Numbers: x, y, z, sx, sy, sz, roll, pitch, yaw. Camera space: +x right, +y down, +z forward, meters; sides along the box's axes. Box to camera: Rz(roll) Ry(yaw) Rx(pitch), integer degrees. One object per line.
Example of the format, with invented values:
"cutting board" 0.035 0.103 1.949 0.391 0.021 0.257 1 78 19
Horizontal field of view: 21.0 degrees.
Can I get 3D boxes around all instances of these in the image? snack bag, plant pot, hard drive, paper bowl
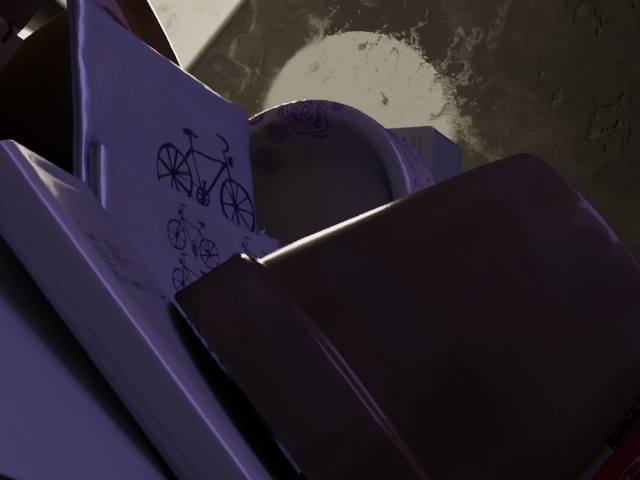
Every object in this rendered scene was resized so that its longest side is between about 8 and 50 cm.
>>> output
"snack bag" -0.132 -0.038 1.667 0.323 0.037 0.342 32 45 -53
"plant pot" -0.218 -0.106 1.812 0.254 0.237 0.237 55 4 -5
"hard drive" -0.101 0.097 1.192 0.353 0.047 0.233 52 1 8
"paper bowl" 0.000 0.000 1.881 0.284 0.284 0.148 43 8 31
"hard drive" -0.198 0.075 1.071 0.203 0.040 0.307 33 15 -47
"plant pot" 0.094 0.088 1.285 0.323 0.280 0.323 52 -5 6

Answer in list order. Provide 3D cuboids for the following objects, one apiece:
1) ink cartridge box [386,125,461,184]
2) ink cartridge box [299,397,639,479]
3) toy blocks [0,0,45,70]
"ink cartridge box" 0.019 -0.022 2.033 0.273 0.197 0.114 -3 -12 23
"ink cartridge box" 0.179 0.187 1.442 0.272 0.309 0.130 42 6 30
"toy blocks" -0.393 -0.267 1.567 0.381 0.261 0.191 37 6 -20
